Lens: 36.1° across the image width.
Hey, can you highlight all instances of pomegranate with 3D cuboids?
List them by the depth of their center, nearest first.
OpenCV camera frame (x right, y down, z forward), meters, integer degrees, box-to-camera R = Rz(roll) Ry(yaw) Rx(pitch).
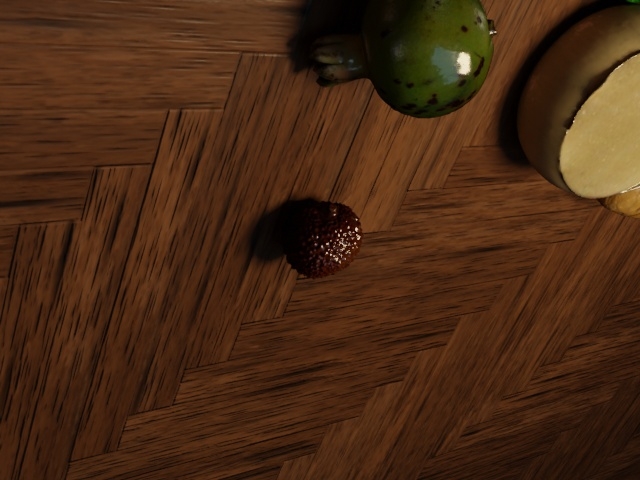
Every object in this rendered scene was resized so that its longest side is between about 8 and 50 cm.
[{"bbox_3d":[0.109,-0.252,1.293,0.247,0.202,0.202,-9,142,7],"label":"pomegranate"}]

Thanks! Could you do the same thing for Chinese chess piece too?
[{"bbox_3d":[0.497,-0.229,1.662,0.338,0.140,0.338,-17,137,-17],"label":"Chinese chess piece"}]

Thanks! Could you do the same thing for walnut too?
[{"bbox_3d":[0.619,-0.136,1.888,0.165,0.165,0.197,9,129,-47],"label":"walnut"}]

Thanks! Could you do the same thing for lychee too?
[{"bbox_3d":[-0.001,-0.002,1.491,0.123,0.123,0.129,-18,160,-29],"label":"lychee"}]

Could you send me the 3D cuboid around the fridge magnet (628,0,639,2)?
[{"bbox_3d":[0.548,-0.462,1.538,0.208,0.088,0.208,-27,147,-19],"label":"fridge magnet"}]
